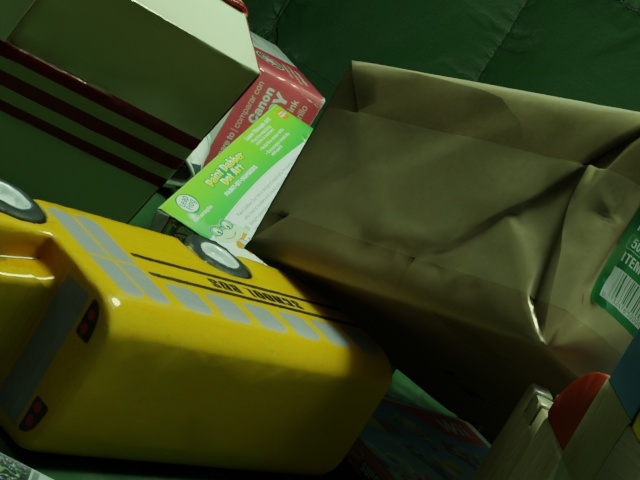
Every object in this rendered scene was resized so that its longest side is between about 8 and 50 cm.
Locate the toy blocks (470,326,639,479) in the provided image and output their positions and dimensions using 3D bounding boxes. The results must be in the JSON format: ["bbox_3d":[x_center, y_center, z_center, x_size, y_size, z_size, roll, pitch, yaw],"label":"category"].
[{"bbox_3d":[0.161,0.159,0.659,0.190,0.261,0.381,26,16,-9],"label":"toy blocks"}]

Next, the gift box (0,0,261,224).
[{"bbox_3d":[-0.235,-0.156,1.059,0.258,0.276,0.255,28,25,-33],"label":"gift box"}]

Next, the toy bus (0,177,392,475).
[{"bbox_3d":[-0.108,0.062,0.810,0.332,0.108,0.130,18,20,-51],"label":"toy bus"}]

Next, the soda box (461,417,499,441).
[{"bbox_3d":[0.212,0.174,1.273,0.169,0.060,0.053,25,13,-28],"label":"soda box"}]

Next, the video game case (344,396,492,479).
[{"bbox_3d":[0.122,0.207,1.000,0.204,0.025,0.285,21,16,-41],"label":"video game case"}]

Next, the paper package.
[{"bbox_3d":[0.162,0.038,0.982,0.309,0.168,0.325,17,-18,46],"label":"paper package"}]

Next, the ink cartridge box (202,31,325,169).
[{"bbox_3d":[-0.218,-0.217,1.529,0.384,0.160,0.279,27,13,-22],"label":"ink cartridge box"}]

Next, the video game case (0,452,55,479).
[{"bbox_3d":[-0.153,0.142,0.580,0.173,0.022,0.190,30,13,-10],"label":"video game case"}]

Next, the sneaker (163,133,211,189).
[{"bbox_3d":[-0.225,-0.134,1.348,0.258,0.094,0.091,23,25,-17],"label":"sneaker"}]

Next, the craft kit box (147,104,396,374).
[{"bbox_3d":[0.000,0.000,1.240,0.246,0.061,0.250,35,36,5],"label":"craft kit box"}]
